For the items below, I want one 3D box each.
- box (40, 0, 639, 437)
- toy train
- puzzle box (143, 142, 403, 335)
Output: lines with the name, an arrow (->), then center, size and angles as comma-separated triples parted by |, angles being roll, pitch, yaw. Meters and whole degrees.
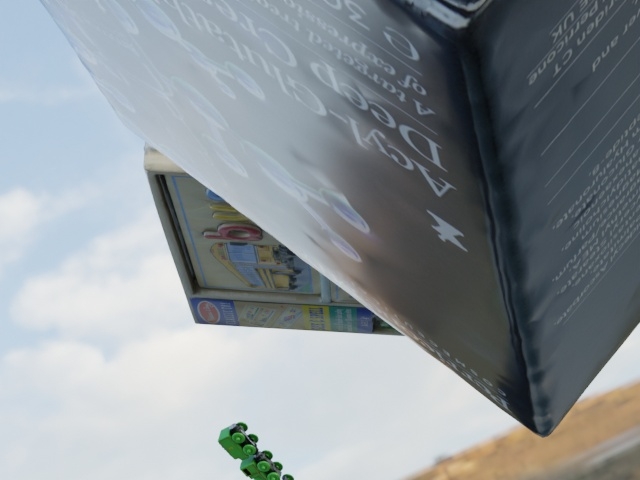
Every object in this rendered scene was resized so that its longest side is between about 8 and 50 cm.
box -> 0.028, -0.133, 0.624 | 0.212, 0.293, 0.395 | -50, -23, -10
toy train -> -0.042, 0.161, 1.096 | 0.024, 0.083, 0.017 | -28, 24, 25
puzzle box -> 0.000, 0.000, 1.384 | 0.272, 0.052, 0.409 | 4, -20, 4
